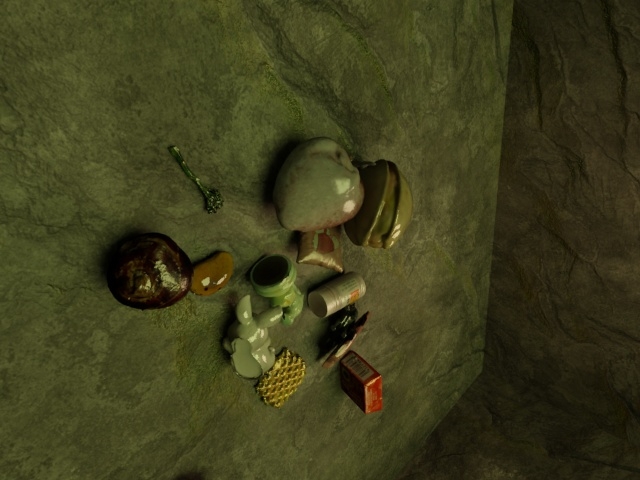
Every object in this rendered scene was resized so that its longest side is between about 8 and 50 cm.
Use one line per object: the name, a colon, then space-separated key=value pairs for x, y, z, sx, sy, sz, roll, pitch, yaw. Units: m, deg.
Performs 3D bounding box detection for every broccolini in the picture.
broccolini: x=-0.371 y=-0.183 z=1.298 sx=0.254 sy=0.057 sz=0.071 roll=63 pitch=17 yaw=-44

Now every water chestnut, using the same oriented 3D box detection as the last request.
water chestnut: x=-0.470 y=0.085 z=1.198 sx=0.238 sy=0.223 sz=0.224 roll=65 pitch=50 yaw=-83

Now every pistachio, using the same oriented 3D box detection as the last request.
pistachio: x=0.218 y=-0.139 z=1.697 sx=0.281 sy=0.445 sz=0.365 roll=13 pitch=117 yaw=-9

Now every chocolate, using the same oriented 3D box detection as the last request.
chocolate: x=0.201 y=0.717 z=2.138 sx=0.108 sy=0.237 sz=0.235 roll=-22 pitch=122 yaw=-28

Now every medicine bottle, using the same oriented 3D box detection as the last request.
medicine bottle: x=0.074 y=0.235 z=1.880 sx=0.249 sy=0.133 sz=0.133 roll=-20 pitch=120 yaw=-40

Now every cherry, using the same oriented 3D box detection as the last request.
cherry: x=-0.011 y=-0.195 z=1.498 sx=0.334 sy=0.291 sz=0.327 roll=-14 pitch=121 yaw=-16

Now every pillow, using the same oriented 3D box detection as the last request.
pillow: x=0.000 y=0.000 z=1.692 sx=0.223 sy=0.084 sz=0.236 roll=13 pitch=68 yaw=-36

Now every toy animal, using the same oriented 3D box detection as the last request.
toy animal: x=-0.246 y=0.362 z=1.551 sx=0.154 sy=0.208 sz=0.325 roll=-83 pitch=-167 yaw=-61
toy animal: x=0.093 y=0.403 z=1.968 sx=0.270 sy=0.082 sz=0.137 roll=-60 pitch=171 yaw=6

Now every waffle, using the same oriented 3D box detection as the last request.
waffle: x=-0.163 y=0.596 z=1.838 sx=0.254 sy=0.052 sz=0.245 roll=-47 pitch=133 yaw=-22

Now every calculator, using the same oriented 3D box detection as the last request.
calculator: x=0.134 y=0.461 z=2.010 sx=0.330 sy=0.048 sz=0.220 roll=-46 pitch=170 yaw=-36

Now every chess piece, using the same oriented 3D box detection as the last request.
chess piece: x=-0.139 y=0.203 z=1.623 sx=0.176 sy=0.175 sz=0.298 roll=-48 pitch=140 yaw=-22

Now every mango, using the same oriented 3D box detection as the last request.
mango: x=-0.359 y=0.114 z=1.407 sx=0.178 sy=0.090 sz=0.115 roll=-36 pitch=122 yaw=-42
